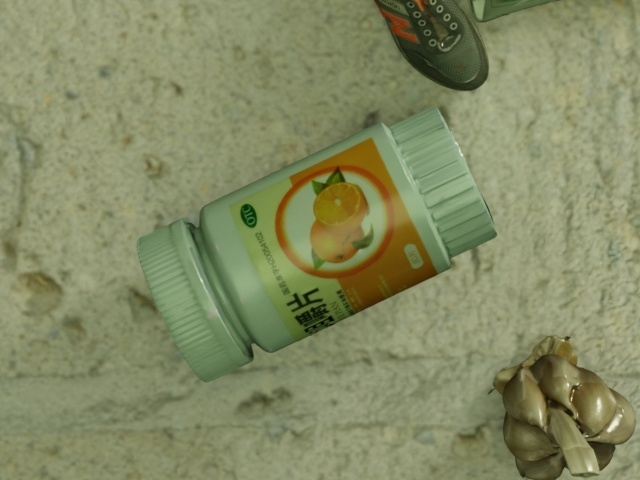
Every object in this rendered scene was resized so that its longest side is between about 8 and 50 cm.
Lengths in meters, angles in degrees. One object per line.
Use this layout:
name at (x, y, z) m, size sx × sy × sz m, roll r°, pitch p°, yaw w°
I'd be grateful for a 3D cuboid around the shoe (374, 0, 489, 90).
shoe at (0.094, -0.220, 1.840) m, size 0.074 × 0.077 × 0.194 m, roll -36°, pitch 100°, yaw 4°

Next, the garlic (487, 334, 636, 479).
garlic at (0.246, 0.184, 1.875) m, size 0.131 × 0.194 × 0.127 m, roll -28°, pitch 110°, yaw -2°

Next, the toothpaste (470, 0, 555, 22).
toothpaste at (0.249, -0.261, 1.861) m, size 0.218 × 0.041 × 0.064 m, roll -11°, pitch 107°, yaw 4°

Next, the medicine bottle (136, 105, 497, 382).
medicine bottle at (0.000, 0.000, 1.840) m, size 0.318 × 0.158 × 0.158 m, roll -26°, pitch 101°, yaw 3°
